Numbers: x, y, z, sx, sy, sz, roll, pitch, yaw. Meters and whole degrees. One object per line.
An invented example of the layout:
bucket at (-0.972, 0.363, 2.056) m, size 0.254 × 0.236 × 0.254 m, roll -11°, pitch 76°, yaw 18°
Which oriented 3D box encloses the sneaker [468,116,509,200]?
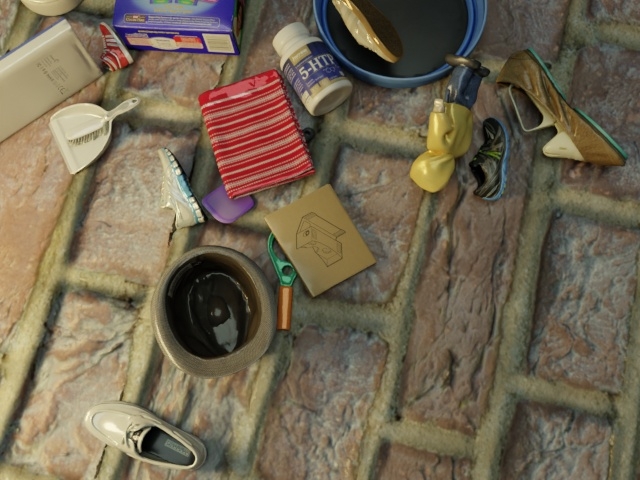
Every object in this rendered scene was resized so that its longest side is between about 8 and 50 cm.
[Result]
sneaker at (0.363, -0.180, 1.462) m, size 0.078 × 0.067 × 0.188 m, roll 6°, pitch 80°, yaw -5°

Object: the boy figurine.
boy figurine at (0.276, -0.242, 1.440) m, size 0.092 × 0.177 × 0.285 m, roll 23°, pitch 101°, yaw 33°

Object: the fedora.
fedora at (-0.208, 0.150, 1.357) m, size 0.243 × 0.124 × 0.275 m, roll -26°, pitch 70°, yaw -8°

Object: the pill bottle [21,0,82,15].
pill bottle at (-0.626, -0.644, 1.413) m, size 0.204 × 0.361 × 0.204 m, roll 0°, pitch 77°, yaw 0°

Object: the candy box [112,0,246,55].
candy box at (-0.305, -0.593, 1.526) m, size 0.268 × 0.122 × 0.317 m, roll 4°, pitch 78°, yaw 2°

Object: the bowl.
bowl at (0.178, -0.528, 1.535) m, size 0.391 × 0.077 × 0.391 m, roll 0°, pitch 78°, yaw -1°

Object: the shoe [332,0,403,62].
shoe at (0.100, -0.467, 1.459) m, size 0.076 × 0.058 × 0.219 m, roll -31°, pitch 82°, yaw -38°

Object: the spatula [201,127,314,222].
spatula at (-0.123, -0.149, 1.473) m, size 0.296 × 0.030 × 0.084 m, roll -42°, pitch 82°, yaw -9°

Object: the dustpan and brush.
dustpan and brush at (-0.486, -0.256, 1.480) m, size 0.211 × 0.060 × 0.147 m, roll -26°, pitch 79°, yaw -6°

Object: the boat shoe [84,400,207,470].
boat shoe at (-0.347, 0.381, 1.325) m, size 0.258 × 0.084 × 0.095 m, roll 16°, pitch 78°, yaw 3°

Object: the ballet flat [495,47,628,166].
ballet flat at (0.508, -0.263, 1.470) m, size 0.124 × 0.116 × 0.342 m, roll -40°, pitch 79°, yaw 12°

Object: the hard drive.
hard drive at (-0.629, -0.318, 1.417) m, size 0.318 × 0.210 × 0.040 m, roll -36°, pitch 81°, yaw -8°

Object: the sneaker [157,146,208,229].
sneaker at (-0.319, -0.110, 1.446) m, size 0.083 × 0.071 × 0.191 m, roll -27°, pitch 79°, yaw 0°

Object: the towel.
towel at (-0.143, -0.237, 1.473) m, size 0.199 × 0.031 × 0.275 m, roll -18°, pitch 69°, yaw -3°

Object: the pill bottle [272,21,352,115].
pill bottle at (-0.023, -0.380, 1.484) m, size 0.112 × 0.112 × 0.187 m, roll -32°, pitch 79°, yaw -7°

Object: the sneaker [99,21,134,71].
sneaker at (-0.484, -0.437, 1.530) m, size 0.067 × 0.042 × 0.118 m, roll -36°, pitch 82°, yaw -11°

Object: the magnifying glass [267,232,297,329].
magnifying glass at (-0.071, 0.073, 1.426) m, size 0.092 × 0.026 × 0.231 m, roll 4°, pitch 78°, yaw 0°

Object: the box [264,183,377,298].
box at (0.000, 0.000, 1.428) m, size 0.164 × 0.021 × 0.201 m, roll -28°, pitch 81°, yaw -18°
